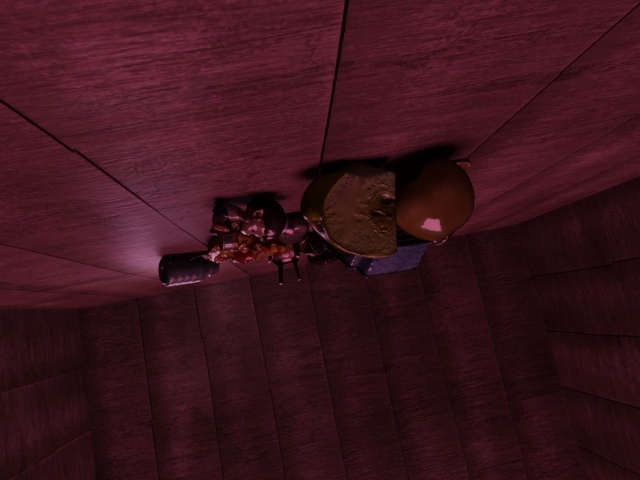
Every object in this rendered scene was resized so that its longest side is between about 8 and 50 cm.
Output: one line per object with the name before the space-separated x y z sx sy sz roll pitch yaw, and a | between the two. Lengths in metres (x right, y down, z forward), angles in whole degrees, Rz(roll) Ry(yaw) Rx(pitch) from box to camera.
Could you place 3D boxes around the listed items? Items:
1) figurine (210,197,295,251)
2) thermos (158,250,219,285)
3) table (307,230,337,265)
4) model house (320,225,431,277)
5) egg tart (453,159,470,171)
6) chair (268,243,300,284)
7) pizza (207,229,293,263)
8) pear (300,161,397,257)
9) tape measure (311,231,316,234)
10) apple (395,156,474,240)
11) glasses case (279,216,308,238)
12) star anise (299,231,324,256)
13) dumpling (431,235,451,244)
figurine | -0.210 -0.056 1.357 0.276 0.157 0.161 -8 180 -19
thermos | -0.643 0.129 2.113 0.287 0.145 0.182 -7 137 -41
table | 0.029 0.038 2.233 0.193 0.172 0.169 -11 172 -8
model house | 0.235 -0.086 1.557 0.361 0.297 0.338 -3 131 -38
egg tart | 0.449 -0.233 1.446 0.129 0.049 0.129 -11 170 -2
chair | -0.195 0.070 2.358 0.176 0.183 0.326 -12 -144 -1
pizza | -0.311 0.046 1.958 0.407 0.130 0.440 -2 169 -19
pear | 0.074 -0.085 1.258 0.282 0.286 0.176 -8 -170 -24
tape measure | 0.076 -0.019 2.017 0.207 0.115 0.235 -21 177 17
apple | 0.337 -0.125 1.306 0.263 0.262 0.262 -11 171 -2
glasses case | -0.117 -0.039 1.826 0.137 0.085 0.354 -13 172 -1
star anise | 0.000 0.000 1.763 0.236 0.093 0.229 -27 -168 45
dumpling | 0.495 -0.093 1.774 0.292 0.163 0.204 -56 173 14
